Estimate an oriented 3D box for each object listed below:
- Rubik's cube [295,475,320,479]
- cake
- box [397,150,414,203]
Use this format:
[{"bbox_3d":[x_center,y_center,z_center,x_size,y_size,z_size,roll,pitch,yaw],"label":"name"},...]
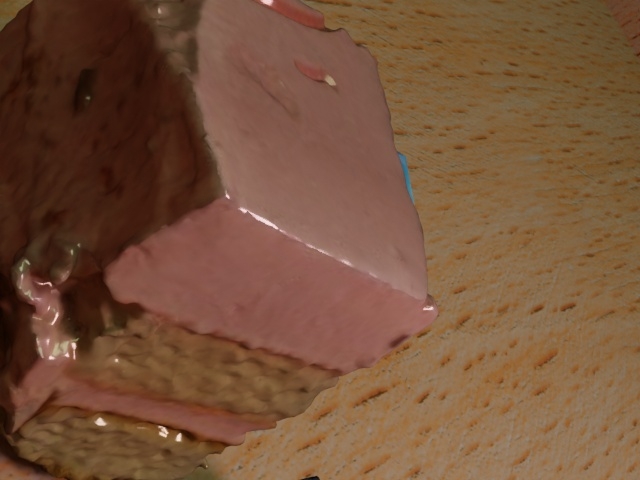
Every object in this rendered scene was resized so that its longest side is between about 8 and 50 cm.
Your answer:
[{"bbox_3d":[-0.043,0.257,0.981,0.092,0.092,0.092,1,59,-53],"label":"Rubik's cube"},{"bbox_3d":[-0.117,-0.016,0.906,0.293,0.306,0.314,28,39,-48],"label":"cake"},{"bbox_3d":[0.000,0.000,1.184,0.073,0.194,0.139,30,39,-37],"label":"box"}]
